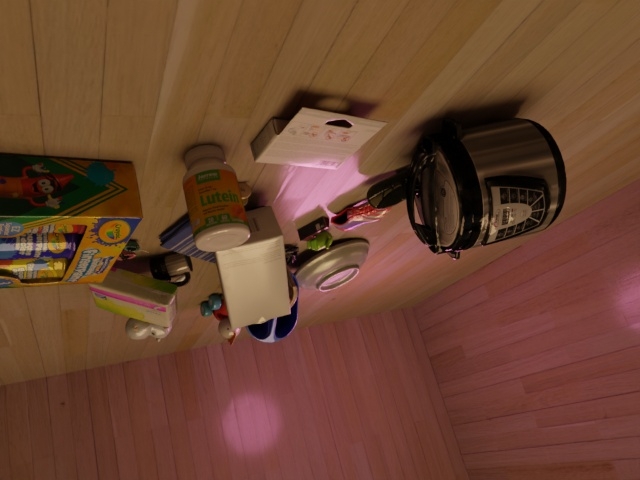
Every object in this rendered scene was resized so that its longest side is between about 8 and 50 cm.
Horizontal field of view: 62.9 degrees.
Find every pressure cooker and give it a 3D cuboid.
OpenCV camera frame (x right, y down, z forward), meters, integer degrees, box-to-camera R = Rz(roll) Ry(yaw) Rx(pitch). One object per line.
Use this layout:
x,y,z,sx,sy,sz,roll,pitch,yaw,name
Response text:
0.458,-0.155,1.581,0.419,0.370,0.375,-12,164,-10,pressure cooker

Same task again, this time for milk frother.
-0.540,0.098,1.928,0.134,0.129,0.143,-15,-156,-3,milk frother

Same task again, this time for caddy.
-0.221,0.270,2.277,0.241,0.342,0.179,0,-172,-24,caddy

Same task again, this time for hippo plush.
-0.690,0.292,2.101,0.294,0.237,0.234,-2,157,-35,hippo plush

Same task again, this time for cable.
-0.172,0.073,2.206,0.150,0.047,0.184,-9,161,-21,cable

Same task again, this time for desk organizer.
-0.021,-0.042,2.003,0.130,0.047,0.050,-27,161,30,desk organizer

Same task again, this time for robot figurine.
0.000,0.000,2.089,0.115,0.067,0.101,-22,-159,-35,robot figurine

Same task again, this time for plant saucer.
0.066,0.141,2.410,0.400,0.101,0.400,-24,159,-10,plant saucer

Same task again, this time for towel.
-0.340,0.009,1.759,0.335,0.040,0.243,22,144,-39,towel

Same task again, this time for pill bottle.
-0.266,-0.108,1.301,0.136,0.246,0.136,-15,161,-5,pill bottle

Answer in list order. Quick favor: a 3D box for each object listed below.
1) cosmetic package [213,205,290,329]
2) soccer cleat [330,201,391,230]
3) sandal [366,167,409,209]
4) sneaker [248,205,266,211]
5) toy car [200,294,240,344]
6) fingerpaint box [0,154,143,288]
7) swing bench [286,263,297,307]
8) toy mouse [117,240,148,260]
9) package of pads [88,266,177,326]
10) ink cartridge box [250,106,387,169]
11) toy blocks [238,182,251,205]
-0.224,0.097,1.693,0.217,0.156,0.385,-12,136,-14,cosmetic package
0.152,-0.103,1.931,0.247,0.083,0.095,-24,155,30,soccer cleat
0.300,-0.192,1.784,0.302,0.120,0.086,-15,-171,1,sandal
-0.209,-0.062,1.784,0.097,0.084,0.234,-33,176,-40,sneaker
-0.446,0.394,2.591,0.219,0.238,0.210,-2,157,-37,toy car
-0.698,-0.025,1.311,0.370,0.163,0.444,-1,156,-37,fingerpaint box
-0.240,0.164,2.020,0.254,0.253,0.165,-10,134,-15,swing bench
-0.640,0.031,1.723,0.143,0.031,0.161,-6,159,-26,toy mouse
-0.666,0.203,1.878,0.296,0.101,0.229,17,149,-4,package of pads
-0.006,-0.273,1.342,0.274,0.060,0.239,-1,155,-37,ink cartridge box
-0.282,-0.114,1.572,0.123,0.054,0.148,-7,159,-25,toy blocks
